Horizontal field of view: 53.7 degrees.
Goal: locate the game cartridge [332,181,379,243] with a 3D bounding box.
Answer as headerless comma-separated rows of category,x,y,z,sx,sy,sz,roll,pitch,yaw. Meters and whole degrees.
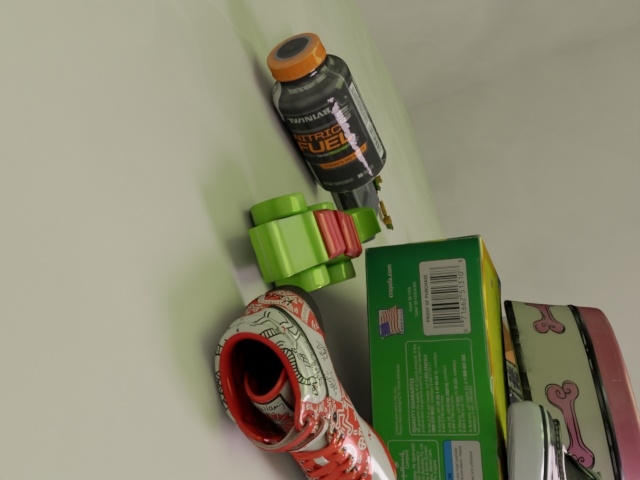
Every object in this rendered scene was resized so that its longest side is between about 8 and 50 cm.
game cartridge,0.035,-0.193,1.242,0.230,0.068,0.355,-67,137,-62

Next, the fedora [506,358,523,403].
fedora,0.386,0.355,1.423,0.334,0.152,0.334,34,27,-20

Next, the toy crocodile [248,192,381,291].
toy crocodile,0.000,0.000,0.791,0.340,0.105,0.115,-1,74,-74

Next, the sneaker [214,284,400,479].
sneaker,-0.011,0.180,0.577,0.270,0.090,0.145,67,16,-3

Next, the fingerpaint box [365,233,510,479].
fingerpaint box,0.190,0.251,0.922,0.371,0.163,0.444,31,55,-67

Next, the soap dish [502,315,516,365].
soap dish,0.547,0.370,1.897,0.291,0.118,0.228,-79,158,-75

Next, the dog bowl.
dog bowl,0.405,0.285,1.011,0.408,0.150,0.407,-10,90,-76

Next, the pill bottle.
pill bottle,0.006,-0.203,1.007,0.130,0.130,0.245,-92,157,-47

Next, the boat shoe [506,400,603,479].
boat shoe,0.290,0.310,0.752,0.121,0.119,0.335,-73,150,-49

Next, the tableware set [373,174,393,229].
tableware set,0.164,-0.106,1.660,0.104,0.024,0.154,42,33,-63
